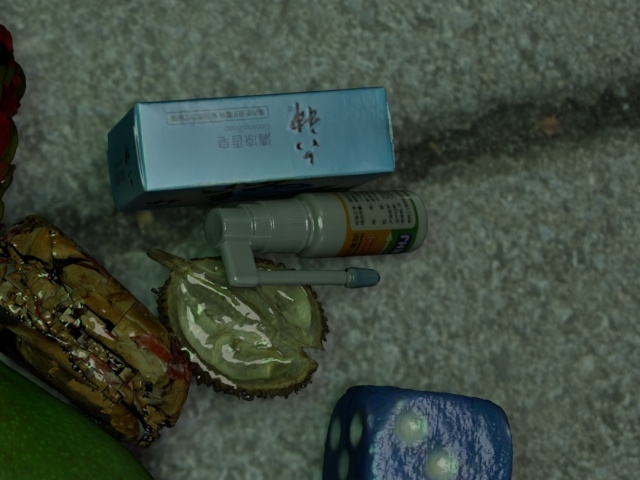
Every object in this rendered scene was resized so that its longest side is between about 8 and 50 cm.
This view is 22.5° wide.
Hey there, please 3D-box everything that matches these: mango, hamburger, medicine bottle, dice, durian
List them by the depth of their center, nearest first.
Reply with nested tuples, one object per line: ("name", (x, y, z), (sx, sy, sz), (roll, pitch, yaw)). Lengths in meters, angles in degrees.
("mango", (-0.252, 0.222, 1.321), (0.382, 0.225, 0.201), (54, 46, -4))
("hamburger", (-0.202, 0.078, 1.350), (0.231, 0.231, 0.107), (46, 72, -7))
("durian", (-0.088, 0.075, 1.450), (0.188, 0.091, 0.148), (42, 56, -7))
("dice", (0.088, 0.209, 1.464), (0.146, 0.143, 0.146), (7, 78, -15))
("medicine bottle", (0.000, 0.000, 1.465), (0.220, 0.061, 0.092), (-2, 67, -35))

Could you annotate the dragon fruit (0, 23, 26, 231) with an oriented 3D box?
("dragon fruit", (-0.370, -0.083, 1.315), (0.231, 0.237, 0.303), (19, 97, 9))

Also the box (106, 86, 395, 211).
("box", (-0.065, -0.081, 1.447), (0.232, 0.142, 0.083), (-7, 87, -18))
